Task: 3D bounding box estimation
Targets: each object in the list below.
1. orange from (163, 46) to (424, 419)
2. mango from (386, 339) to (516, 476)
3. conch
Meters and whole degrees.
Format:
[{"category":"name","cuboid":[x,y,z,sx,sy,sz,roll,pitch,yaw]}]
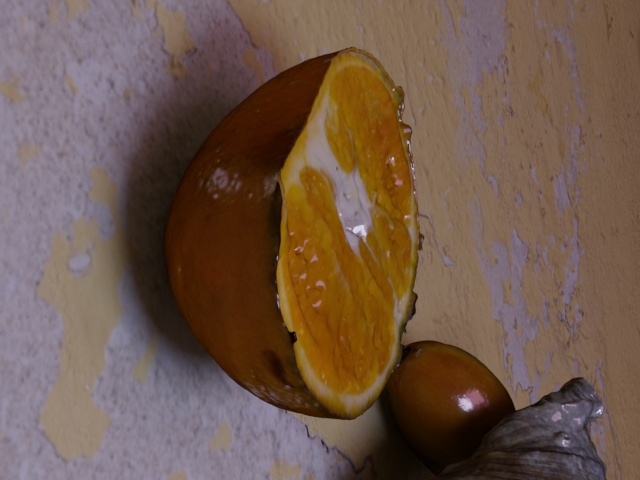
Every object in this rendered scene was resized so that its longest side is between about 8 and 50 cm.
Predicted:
[{"category":"orange","cuboid":[-0.004,-0.001,1.104,0.274,0.274,0.310,54,7,-41]},{"category":"mango","cuboid":[0.155,0.207,1.447,0.113,0.138,0.253,-56,136,-28]},{"category":"conch","cuboid":[0.204,0.311,1.315,0.352,0.210,0.297,-33,154,-24]}]
